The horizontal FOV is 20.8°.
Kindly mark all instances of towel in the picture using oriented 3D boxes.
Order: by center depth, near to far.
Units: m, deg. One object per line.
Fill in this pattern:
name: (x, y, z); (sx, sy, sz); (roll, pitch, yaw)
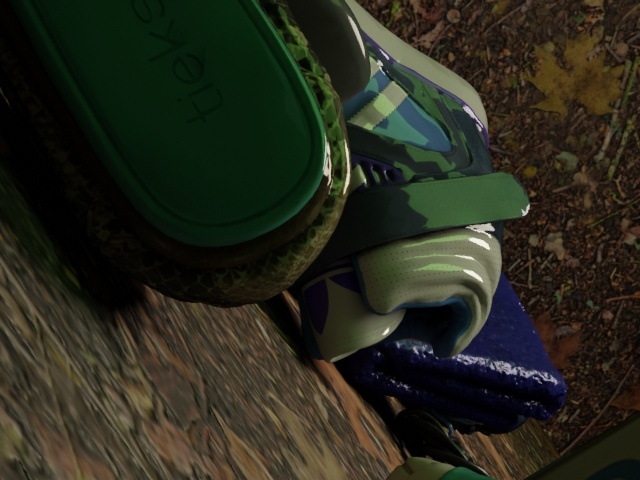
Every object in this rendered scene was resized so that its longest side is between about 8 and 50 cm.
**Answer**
towel: (0.052, 0.023, 1.421); (0.228, 0.076, 0.308); (15, 32, -36)

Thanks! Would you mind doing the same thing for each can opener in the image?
can opener: (-0.072, -0.188, 1.030); (0.283, 0.095, 0.076); (55, 5, -24)

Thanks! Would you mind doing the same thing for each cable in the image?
cable: (0.118, 0.193, 1.364); (0.184, 0.047, 0.150); (54, 5, -19)

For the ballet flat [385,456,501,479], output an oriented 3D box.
ballet flat: (0.075, 0.170, 1.027); (0.087, 0.083, 0.247); (33, -3, 19)

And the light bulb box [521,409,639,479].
light bulb box: (0.198, 0.273, 0.614); (0.361, 0.225, 0.358); (61, 7, 30)

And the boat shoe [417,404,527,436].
boat shoe: (0.128, 0.142, 1.589); (0.258, 0.089, 0.109); (47, 19, -58)

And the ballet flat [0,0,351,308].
ballet flat: (-0.145, -0.182, 0.786); (0.482, 0.164, 0.182); (63, -16, 1)

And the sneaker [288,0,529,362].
sneaker: (-0.011, -0.042, 1.156); (0.323, 0.130, 0.236); (24, 49, -28)
